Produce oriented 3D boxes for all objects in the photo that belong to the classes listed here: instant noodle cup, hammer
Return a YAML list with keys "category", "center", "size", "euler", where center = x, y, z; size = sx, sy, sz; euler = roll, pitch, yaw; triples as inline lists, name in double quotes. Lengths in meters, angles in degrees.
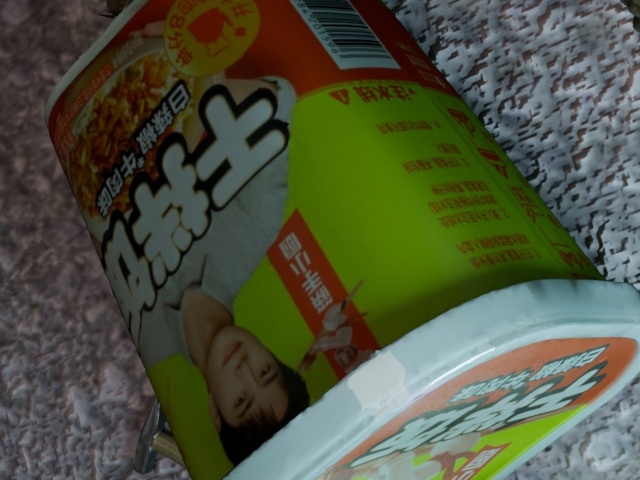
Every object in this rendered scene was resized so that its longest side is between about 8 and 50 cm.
- category: "instant noodle cup"
  center: [0.000, 0.000, 1.006]
  size: [0.294, 0.294, 0.308]
  euler: [-41, 65, 26]
- category: "hammer"
  center: [-0.047, 0.169, 1.173]
  size: [0.199, 0.013, 0.062]
  euler: [22, 104, 28]

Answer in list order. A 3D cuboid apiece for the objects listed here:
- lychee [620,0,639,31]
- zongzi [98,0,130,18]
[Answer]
- category: "lychee"
  center: [0.271, -0.159, 0.823]
  size: [0.255, 0.274, 0.255]
  euler: [1, 96, 9]
- category: "zongzi"
  center: [-0.052, -0.173, 1.126]
  size: [0.178, 0.081, 0.189]
  euler: [32, 115, 15]
